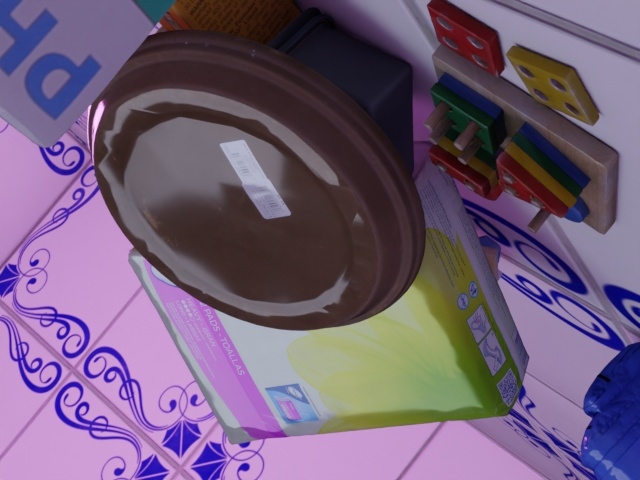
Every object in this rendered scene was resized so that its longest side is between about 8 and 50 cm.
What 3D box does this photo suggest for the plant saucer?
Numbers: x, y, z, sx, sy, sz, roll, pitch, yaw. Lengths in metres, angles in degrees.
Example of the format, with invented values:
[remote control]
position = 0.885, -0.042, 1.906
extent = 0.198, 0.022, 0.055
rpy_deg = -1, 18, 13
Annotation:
[plant saucer]
position = -0.057, -0.030, 0.974
extent = 0.278, 0.041, 0.277
rpy_deg = 18, 139, 17

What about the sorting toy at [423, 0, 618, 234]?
[sorting toy]
position = 0.122, -0.054, 0.848
extent = 0.132, 0.046, 0.274
rpy_deg = 36, 172, 19

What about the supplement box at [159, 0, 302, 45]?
[supplement box]
position = -0.070, -0.169, 0.982
extent = 0.078, 0.080, 0.233
rpy_deg = 31, 171, 45

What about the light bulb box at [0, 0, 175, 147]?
[light bulb box]
position = -0.224, -0.270, 0.508
extent = 0.361, 0.225, 0.358
rpy_deg = 32, 170, 42

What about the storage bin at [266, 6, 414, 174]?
[storage bin]
position = 0.020, -0.089, 0.957
extent = 0.091, 0.098, 0.135
rpy_deg = 25, 143, 25

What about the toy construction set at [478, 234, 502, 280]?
[toy construction set]
position = 0.000, 0.000, 1.242
extent = 0.328, 0.151, 0.215
rpy_deg = 38, 131, 16

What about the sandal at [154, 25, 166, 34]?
[sandal]
position = -0.098, -0.152, 1.358
extent = 0.240, 0.088, 0.079
rpy_deg = 56, -165, -45

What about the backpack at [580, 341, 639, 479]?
[backpack]
position = 0.268, 0.154, 1.117
extent = 0.101, 0.120, 0.098
rpy_deg = 36, 173, 21

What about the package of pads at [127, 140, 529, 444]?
[package of pads]
position = 0.003, 0.048, 1.122
extent = 0.297, 0.101, 0.229
rpy_deg = -12, 115, 32
